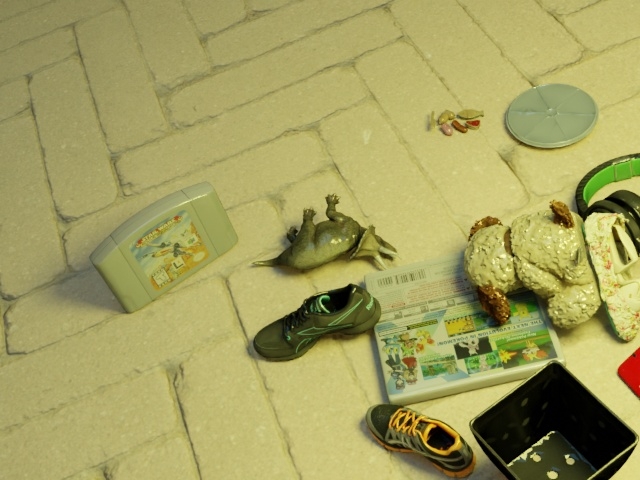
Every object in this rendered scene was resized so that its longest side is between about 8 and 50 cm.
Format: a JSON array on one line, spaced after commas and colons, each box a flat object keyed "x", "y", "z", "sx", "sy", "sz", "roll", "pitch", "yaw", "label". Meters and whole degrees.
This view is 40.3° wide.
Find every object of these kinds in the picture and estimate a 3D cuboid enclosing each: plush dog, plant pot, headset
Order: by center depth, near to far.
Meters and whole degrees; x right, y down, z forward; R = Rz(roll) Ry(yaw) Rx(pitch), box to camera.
[{"x": 0.375, "y": 0.343, "z": 1.408, "sx": 0.188, "sy": 0.167, "sz": 0.187, "roll": -34, "pitch": 51, "yaw": -12, "label": "plant pot"}, {"x": 0.375, "y": 0.028, "z": 1.623, "sx": 0.225, "sy": 0.210, "sz": 0.262, "roll": -17, "pitch": 46, "yaw": 22, "label": "plush dog"}, {"x": 0.644, "y": -0.022, "z": 1.681, "sx": 0.243, "sy": 0.185, "sz": 0.394, "roll": -16, "pitch": 34, "yaw": 8, "label": "headset"}]

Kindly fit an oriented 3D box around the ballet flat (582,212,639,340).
[{"x": 0.542, "y": 0.060, "z": 1.579, "sx": 0.077, "sy": 0.091, "sz": 0.241, "roll": -24, "pitch": 80, "yaw": 46, "label": "ballet flat"}]

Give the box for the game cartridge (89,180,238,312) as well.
[{"x": -0.331, "y": 0.009, "z": 1.861, "sx": 0.297, "sy": 0.198, "sz": 0.062, "roll": -35, "pitch": 51, "yaw": -12, "label": "game cartridge"}]

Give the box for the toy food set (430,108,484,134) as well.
[{"x": 0.318, "y": -0.272, "z": 2.028, "sx": 0.122, "sy": 0.019, "sz": 0.078, "roll": 3, "pitch": 53, "yaw": 9, "label": "toy food set"}]

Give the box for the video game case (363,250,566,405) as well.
[{"x": 0.267, "y": 0.152, "z": 1.682, "sx": 0.329, "sy": 0.036, "sz": 0.300, "roll": -13, "pitch": 49, "yaw": 4, "label": "video game case"}]

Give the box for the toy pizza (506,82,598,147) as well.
[{"x": 0.521, "y": -0.276, "z": 1.963, "sx": 0.201, "sy": 0.032, "sz": 0.201, "roll": -8, "pitch": 51, "yaw": 10, "label": "toy pizza"}]

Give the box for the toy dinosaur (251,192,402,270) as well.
[{"x": 0.000, "y": 0.000, "z": 1.829, "sx": 0.314, "sy": 0.121, "sz": 0.160, "roll": -11, "pitch": 36, "yaw": 2, "label": "toy dinosaur"}]

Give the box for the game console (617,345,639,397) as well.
[{"x": 0.618, "y": 0.242, "z": 1.522, "sx": 0.124, "sy": 0.085, "sz": 0.144, "roll": -49, "pitch": 48, "yaw": 15, "label": "game console"}]

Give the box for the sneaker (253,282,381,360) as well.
[{"x": -0.020, "y": 0.149, "z": 1.704, "sx": 0.267, "sy": 0.106, "sz": 0.101, "roll": -23, "pitch": 50, "yaw": 12, "label": "sneaker"}]

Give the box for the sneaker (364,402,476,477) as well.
[{"x": 0.172, "y": 0.334, "z": 1.529, "sx": 0.215, "sy": 0.083, "sz": 0.084, "roll": 18, "pitch": 60, "yaw": 29, "label": "sneaker"}]
